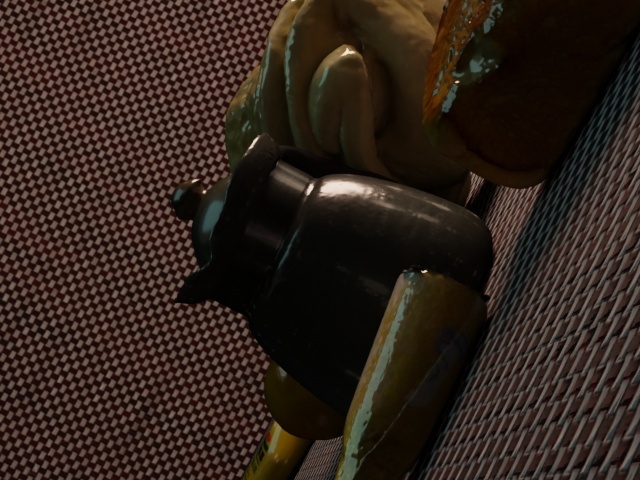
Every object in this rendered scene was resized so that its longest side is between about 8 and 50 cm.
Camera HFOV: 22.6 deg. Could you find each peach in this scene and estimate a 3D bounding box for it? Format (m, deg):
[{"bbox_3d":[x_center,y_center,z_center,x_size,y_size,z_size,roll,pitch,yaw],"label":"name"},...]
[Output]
[{"bbox_3d":[0.000,0.159,1.786,0.138,0.138,0.138,-62,1,2],"label":"peach"}]

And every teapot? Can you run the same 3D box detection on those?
[{"bbox_3d":[0.005,-0.008,1.496,0.305,0.285,0.223,-64,2,-33],"label":"teapot"}]

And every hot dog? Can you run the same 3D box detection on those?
[{"bbox_3d":[0.185,-0.180,1.345,0.256,0.150,0.153,-62,11,20],"label":"hot dog"}]

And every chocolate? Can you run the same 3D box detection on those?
[{"bbox_3d":[0.061,0.132,1.255,0.085,0.086,0.219,121,173,-70],"label":"chocolate"}]

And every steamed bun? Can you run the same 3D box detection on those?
[{"bbox_3d":[0.066,-0.113,1.774,0.230,0.325,0.372,61,139,47],"label":"steamed bun"}]

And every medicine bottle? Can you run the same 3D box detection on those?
[{"bbox_3d":[-0.040,0.279,2.315,0.260,0.064,0.095,-61,1,19],"label":"medicine bottle"}]
